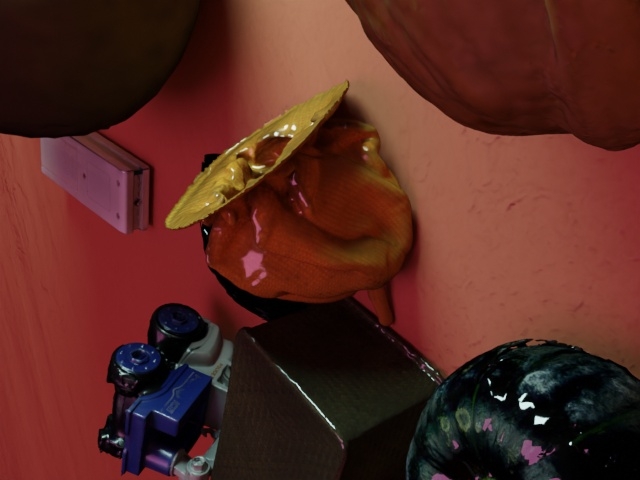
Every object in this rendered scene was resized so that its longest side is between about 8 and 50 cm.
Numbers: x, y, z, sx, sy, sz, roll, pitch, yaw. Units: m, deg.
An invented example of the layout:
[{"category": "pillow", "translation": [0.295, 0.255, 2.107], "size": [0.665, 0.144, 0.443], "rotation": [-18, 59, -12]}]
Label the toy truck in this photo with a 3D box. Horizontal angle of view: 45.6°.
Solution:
[{"category": "toy truck", "translation": [-0.173, 0.202, 0.974], "size": [0.177, 0.213, 0.161], "rotation": [21, 122, 12]}]

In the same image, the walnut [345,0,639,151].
[{"category": "walnut", "translation": [0.142, -0.208, 0.404], "size": [0.333, 0.333, 0.332], "rotation": [20, 117, 45]}]

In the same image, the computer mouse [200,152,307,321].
[{"category": "computer mouse", "translation": [-0.093, 0.003, 0.908], "size": [0.146, 0.078, 0.241], "rotation": [-43, 70, 45]}]

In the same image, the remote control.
[{"category": "remote control", "translation": [-0.356, -0.112, 1.191], "size": [0.277, 0.056, 0.102], "rotation": [31, 125, 38]}]

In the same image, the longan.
[{"category": "longan", "translation": [-0.323, -0.317, 0.828], "size": [0.404, 0.404, 0.435], "rotation": [35, 124, 37]}]

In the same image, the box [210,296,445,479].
[{"category": "box", "translation": [-0.001, 0.222, 0.825], "size": [0.184, 0.143, 0.273], "rotation": [40, 131, 34]}]

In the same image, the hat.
[{"category": "hat", "translation": [0.000, 0.000, 0.770], "size": [0.233, 0.233, 0.244], "rotation": [53, 156, -16]}]

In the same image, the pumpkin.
[{"category": "pumpkin", "translation": [0.176, 0.193, 0.590], "size": [0.233, 0.163, 0.232], "rotation": [2, 93, 50]}]
